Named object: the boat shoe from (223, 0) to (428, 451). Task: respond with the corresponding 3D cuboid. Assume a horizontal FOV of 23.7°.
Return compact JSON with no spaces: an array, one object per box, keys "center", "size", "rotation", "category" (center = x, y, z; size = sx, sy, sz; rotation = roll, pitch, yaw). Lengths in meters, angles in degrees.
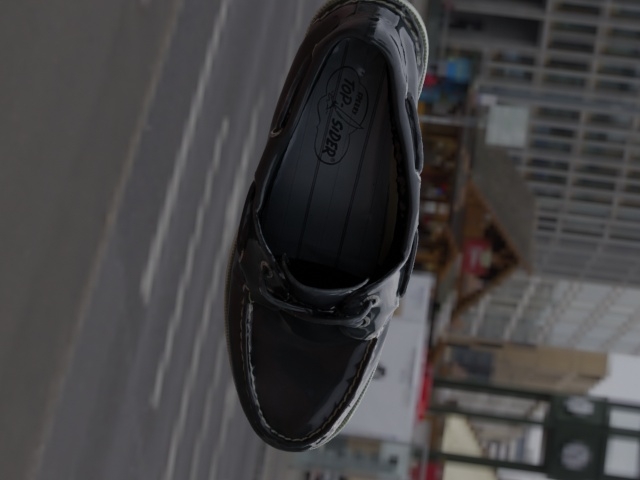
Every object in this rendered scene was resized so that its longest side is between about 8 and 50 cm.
[{"center":[0.004,0.001,1.043],"size":[0.113,0.127,0.340],"rotation":[-77,-176,-75],"category":"boat shoe"}]
